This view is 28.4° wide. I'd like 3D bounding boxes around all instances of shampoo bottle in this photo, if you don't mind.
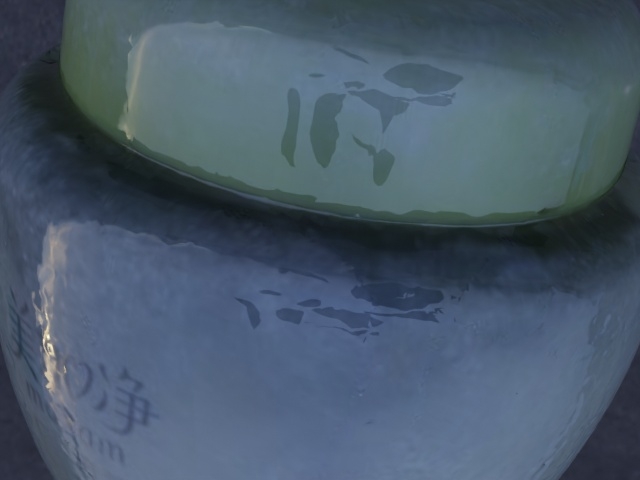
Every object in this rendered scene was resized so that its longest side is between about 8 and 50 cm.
[{"bbox_3d":[0.000,0.000,0.621,0.323,0.322,0.317,4,118,-10],"label":"shampoo bottle"}]
